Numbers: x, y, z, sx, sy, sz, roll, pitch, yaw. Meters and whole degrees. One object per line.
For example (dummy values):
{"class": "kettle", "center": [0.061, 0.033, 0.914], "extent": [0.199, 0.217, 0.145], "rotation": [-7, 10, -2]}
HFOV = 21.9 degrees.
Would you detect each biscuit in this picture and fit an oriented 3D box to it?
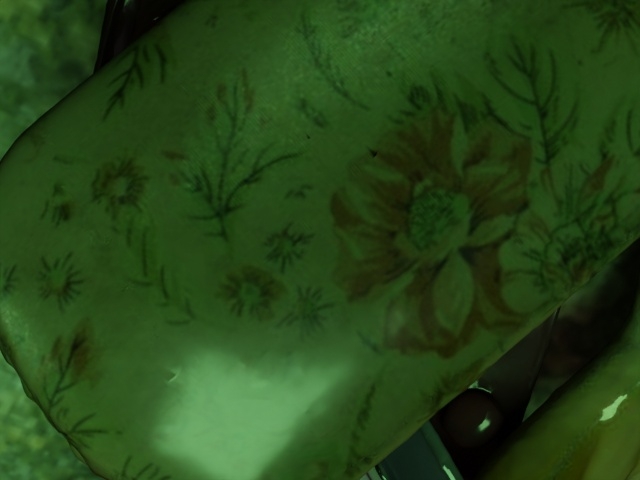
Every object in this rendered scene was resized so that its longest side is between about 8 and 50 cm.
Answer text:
{"class": "biscuit", "center": [0.154, 0.045, 0.698], "extent": [0.164, 0.047, 0.208], "rotation": [14, 110, -44]}

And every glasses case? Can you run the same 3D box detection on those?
{"class": "glasses case", "center": [0.075, -0.076, 0.562], "extent": [0.425, 0.098, 0.156], "rotation": [-40, 91, -11]}

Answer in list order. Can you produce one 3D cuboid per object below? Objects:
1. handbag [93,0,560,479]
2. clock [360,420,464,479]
{"class": "handbag", "center": [0.000, 0.001, 0.669], "extent": [0.203, 0.074, 0.216], "rotation": [9, 114, -12]}
{"class": "clock", "center": [0.012, 0.174, 0.644], "extent": [0.144, 0.073, 0.193], "rotation": [-28, 94, 22]}
